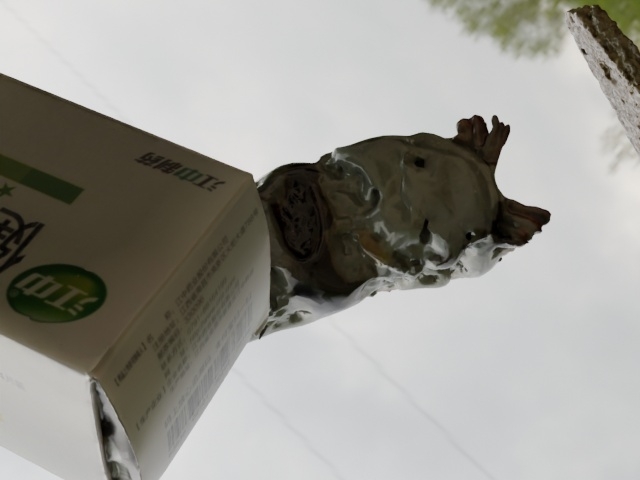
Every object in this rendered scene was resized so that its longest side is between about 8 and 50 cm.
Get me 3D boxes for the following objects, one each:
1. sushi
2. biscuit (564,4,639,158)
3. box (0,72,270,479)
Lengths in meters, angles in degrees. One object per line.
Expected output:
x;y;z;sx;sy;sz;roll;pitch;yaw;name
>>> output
0.000;0.000;1.016;0.130;0.332;0.124;106;147;-79;sushi
0.256;-0.071;0.981;0.237;0.026;0.131;61;179;-8;biscuit
-0.207;0.008;0.838;0.332;0.145;0.173;23;-126;19;box
